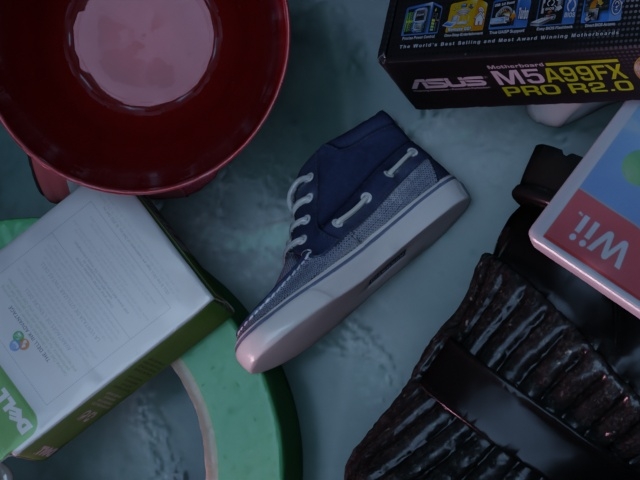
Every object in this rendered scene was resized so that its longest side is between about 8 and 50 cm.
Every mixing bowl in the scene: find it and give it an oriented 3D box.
[{"bbox_3d":[-0.109,-0.122,1.145,0.181,0.098,0.181,0,97,-2],"label":"mixing bowl"}]

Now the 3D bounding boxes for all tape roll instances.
[{"bbox_3d":[-0.175,0.146,1.249,0.321,0.077,0.321,0,88,9],"label":"tape roll"}]

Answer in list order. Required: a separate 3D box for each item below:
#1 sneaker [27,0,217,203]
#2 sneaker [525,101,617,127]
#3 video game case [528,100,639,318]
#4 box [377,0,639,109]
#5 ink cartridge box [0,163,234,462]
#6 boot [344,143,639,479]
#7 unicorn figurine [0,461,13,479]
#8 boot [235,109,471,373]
[{"bbox_3d":[-0.104,-0.174,1.247,0.136,0.116,0.313,7,96,-1],"label":"sneaker"},{"bbox_3d":[0.234,-0.133,1.192,0.235,0.090,0.095,-36,92,8],"label":"sneaker"},{"bbox_3d":[0.283,-0.059,1.100,0.204,0.025,0.285,35,85,21],"label":"video game case"},{"bbox_3d":[0.182,-0.188,1.132,0.270,0.060,0.216,0,64,28],"label":"box"},{"bbox_3d":[-0.169,0.062,1.173,0.209,0.062,0.109,-38,76,1],"label":"ink cartridge box"},{"bbox_3d":[0.212,0.124,1.156,0.348,0.131,0.260,26,85,20],"label":"boot"},{"bbox_3d":[-0.214,0.183,1.192,0.162,0.060,0.111,-36,83,22],"label":"unicorn figurine"},{"bbox_3d":[0.000,0.000,1.210,0.190,0.069,0.086,-37,75,-26],"label":"boot"}]
